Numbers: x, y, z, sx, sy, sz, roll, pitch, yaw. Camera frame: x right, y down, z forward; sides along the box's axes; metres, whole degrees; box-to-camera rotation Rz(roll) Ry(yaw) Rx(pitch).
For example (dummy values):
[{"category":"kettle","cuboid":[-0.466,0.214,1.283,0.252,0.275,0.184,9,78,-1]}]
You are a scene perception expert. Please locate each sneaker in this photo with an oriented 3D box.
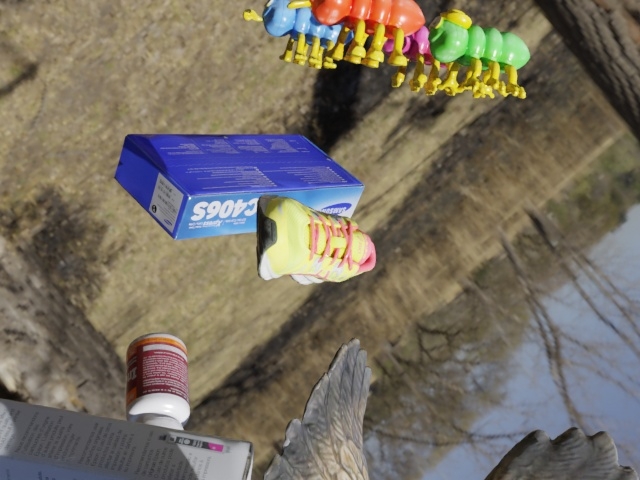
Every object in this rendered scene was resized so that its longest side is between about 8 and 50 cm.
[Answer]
[{"category":"sneaker","cuboid":[0.000,0.000,0.859,0.094,0.082,0.208,-1,175,18]}]

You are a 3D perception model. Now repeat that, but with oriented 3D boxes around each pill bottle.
[{"category":"pill bottle","cuboid":[-0.221,0.208,1.200,0.086,0.152,0.086,-6,137,-6]}]

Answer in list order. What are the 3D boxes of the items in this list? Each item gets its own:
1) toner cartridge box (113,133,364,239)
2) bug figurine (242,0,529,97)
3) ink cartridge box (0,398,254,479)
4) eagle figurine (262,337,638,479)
[{"category":"toner cartridge box","cuboid":[-0.111,-0.087,1.311,0.347,0.165,0.075,-6,130,-45]},{"category":"bug figurine","cuboid":[0.055,-0.178,0.763,0.279,0.216,0.072,-146,-112,-72]},{"category":"ink cartridge box","cuboid":[-0.234,0.278,0.797,0.071,0.329,0.324,-76,176,-52]},{"category":"eagle figurine","cuboid":[0.023,0.225,0.502,0.298,0.225,0.226,-53,160,27]}]
